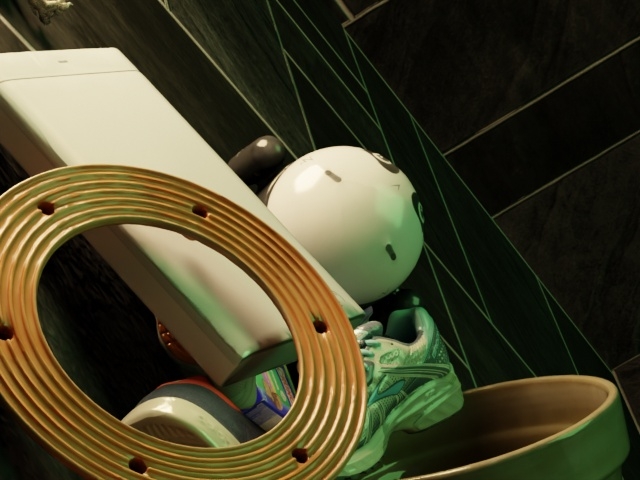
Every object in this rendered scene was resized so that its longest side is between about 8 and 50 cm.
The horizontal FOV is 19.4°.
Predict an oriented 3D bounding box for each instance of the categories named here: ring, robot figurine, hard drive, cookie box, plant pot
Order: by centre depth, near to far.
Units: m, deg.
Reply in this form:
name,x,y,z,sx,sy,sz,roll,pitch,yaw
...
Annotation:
name,x,y,z,sx,sy,sz,roll,pitch,yaw
ring,-0.118,0.076,1.442,0.336,0.032,0.336,19,41,-17
hard drive,-0.136,-0.032,1.641,0.353,0.047,0.233,47,24,14
cookie box,-0.060,0.148,1.842,0.107,0.040,0.092,43,20,-54
plant pot,0.171,0.314,1.858,0.323,0.323,0.280,-49,125,-77
robot figurine,0.003,0.000,1.966,0.278,0.209,0.173,144,-47,-68

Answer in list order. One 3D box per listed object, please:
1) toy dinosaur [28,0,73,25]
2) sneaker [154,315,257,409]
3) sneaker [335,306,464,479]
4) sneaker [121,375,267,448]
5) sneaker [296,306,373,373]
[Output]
name,x,y,z,sx,sy,sz,roll,pitch,yaw
toy dinosaur,-0.299,-0.266,1.847,0.118,0.064,0.268,49,17,-15
sneaker,-0.122,0.057,1.749,0.262,0.099,0.121,-110,-177,-46
sneaker,0.025,0.146,1.814,0.283,0.110,0.122,-27,109,-50
sneaker,-0.028,0.252,1.517,0.350,0.131,0.148,57,17,-9
sneaker,0.064,0.148,2.150,0.152,0.114,0.305,58,13,0
